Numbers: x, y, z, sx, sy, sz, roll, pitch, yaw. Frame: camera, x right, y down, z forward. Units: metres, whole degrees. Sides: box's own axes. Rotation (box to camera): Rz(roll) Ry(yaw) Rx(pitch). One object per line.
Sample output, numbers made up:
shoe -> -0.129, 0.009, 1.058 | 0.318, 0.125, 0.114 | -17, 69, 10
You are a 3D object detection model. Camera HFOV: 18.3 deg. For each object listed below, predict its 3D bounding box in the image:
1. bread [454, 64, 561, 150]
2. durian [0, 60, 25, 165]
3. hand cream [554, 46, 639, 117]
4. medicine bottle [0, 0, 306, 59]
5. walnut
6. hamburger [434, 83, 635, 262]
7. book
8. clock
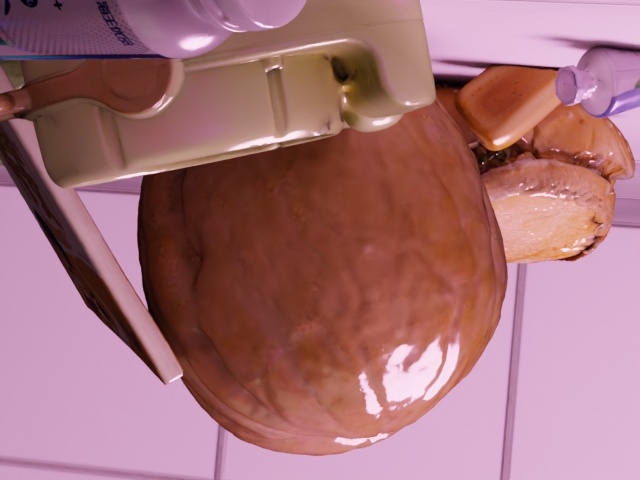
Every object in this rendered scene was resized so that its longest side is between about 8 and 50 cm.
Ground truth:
bread -> 0.161, -0.121, 1.623 | 0.062, 0.103, 0.049 | 48, 175, 14
durian -> -0.250, -0.116, 1.812 | 0.250, 0.101, 0.139 | 5, 177, 7
hand cream -> 0.242, -0.120, 1.489 | 0.142, 0.053, 0.084 | -5, -179, -27
medicine bottle -> -0.101, -0.142, 0.973 | 0.191, 0.107, 0.107 | 3, 177, 34
walnut -> 0.000, 0.000, 1.569 | 0.333, 0.332, 0.333 | 5, 177, 0
hamburger -> 0.165, -0.064, 1.791 | 0.286, 0.146, 0.243 | 13, 168, -24
book -> -0.208, -0.040, 1.495 | 0.020, 0.295, 0.208 | -33, -155, -11
clock -> -0.093, -0.096, 1.302 | 0.308, 0.096, 0.235 | -11, -177, -13
